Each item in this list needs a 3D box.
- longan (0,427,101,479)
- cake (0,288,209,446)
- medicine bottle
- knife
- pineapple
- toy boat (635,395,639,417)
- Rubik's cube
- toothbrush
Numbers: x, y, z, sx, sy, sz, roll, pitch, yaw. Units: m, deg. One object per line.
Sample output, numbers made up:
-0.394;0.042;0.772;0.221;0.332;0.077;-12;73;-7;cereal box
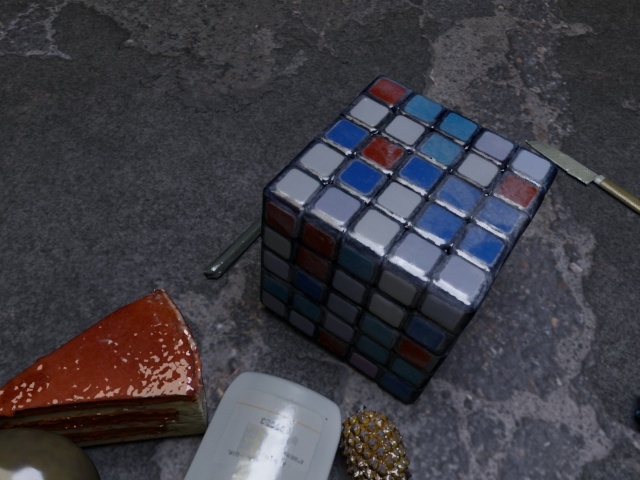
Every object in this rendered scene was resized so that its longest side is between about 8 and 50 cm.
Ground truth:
-0.338;0.306;0.628;0.185;0.204;0.159;32;8;-21;longan
-0.255;0.212;0.711;0.262;0.158;0.159;-35;60;-25;cake
-0.086;0.313;0.672;0.161;0.111;0.296;18;50;4;medicine bottle
0.529;-0.124;1.128;0.047;0.017;0.298;-35;61;-20;knife
0.082;0.305;0.705;0.083;0.103;0.221;-17;49;-4;pineapple
0.497;0.249;0.796;0.102;0.088;0.215;-9;43;34;toy boat
0.107;0.000;0.815;0.287;0.292;0.293;31;58;15;Rubik's cube
-0.098;-0.036;1.004;0.030;0.031;0.297;12;47;40;toothbrush
